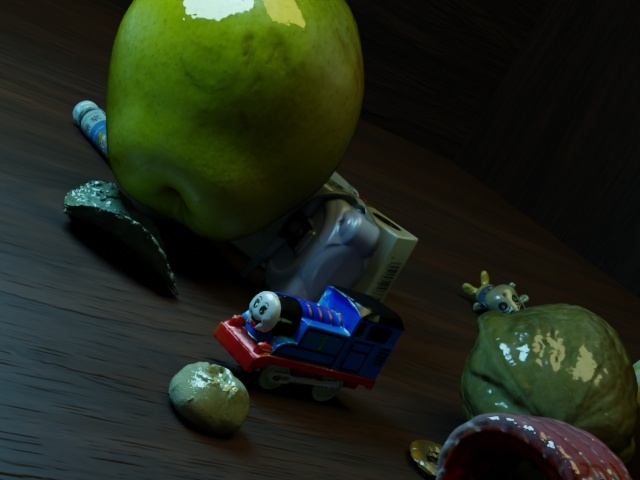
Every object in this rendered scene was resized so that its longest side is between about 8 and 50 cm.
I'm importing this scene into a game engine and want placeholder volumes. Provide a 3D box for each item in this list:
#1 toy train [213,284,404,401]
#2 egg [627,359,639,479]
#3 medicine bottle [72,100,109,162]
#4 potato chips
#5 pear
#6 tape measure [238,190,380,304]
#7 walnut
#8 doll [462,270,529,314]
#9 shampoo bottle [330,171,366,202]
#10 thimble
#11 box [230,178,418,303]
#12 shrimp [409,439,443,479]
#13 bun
[{"bbox_3d":[-0.012,0.112,1.385,0.204,0.131,0.083,18,17,-43],"label":"toy train"},{"bbox_3d":[0.566,0.292,1.672,0.345,0.283,0.283,43,12,-2],"label":"egg"},{"bbox_3d":[-0.349,-0.170,1.932,0.051,0.051,0.191,20,15,-39],"label":"medicine bottle"},{"bbox_3d":[-0.251,-0.016,1.527,0.167,0.059,0.228,32,4,-22],"label":"potato chips"},{"bbox_3d":[-0.118,-0.208,1.638,0.362,0.418,0.362,22,-22,9],"label":"pear"},{"bbox_3d":[-0.011,0.017,1.648,0.105,0.196,0.178,35,2,-23],"label":"tape measure"},{"bbox_3d":[0.292,0.197,1.530,0.283,0.227,0.283,39,15,-12],"label":"walnut"},{"bbox_3d":[0.346,0.117,2.321,0.179,0.102,0.089,41,-22,45],"label":"doll"},{"bbox_3d":[0.002,-0.065,1.955,0.278,0.104,0.104,40,6,-27],"label":"shampoo bottle"},{"bbox_3d":[0.217,0.266,1.231,0.125,0.163,0.189,17,4,-46],"label":"thimble"},{"bbox_3d":[0.000,0.000,1.786,0.256,0.164,0.069,36,14,29],"label":"box"},{"bbox_3d":[0.160,0.273,1.393,0.127,0.025,0.091,26,12,0],"label":"shrimp"},{"bbox_3d":[-0.108,0.151,1.186,0.086,0.055,0.086,28,12,-6],"label":"bun"}]
